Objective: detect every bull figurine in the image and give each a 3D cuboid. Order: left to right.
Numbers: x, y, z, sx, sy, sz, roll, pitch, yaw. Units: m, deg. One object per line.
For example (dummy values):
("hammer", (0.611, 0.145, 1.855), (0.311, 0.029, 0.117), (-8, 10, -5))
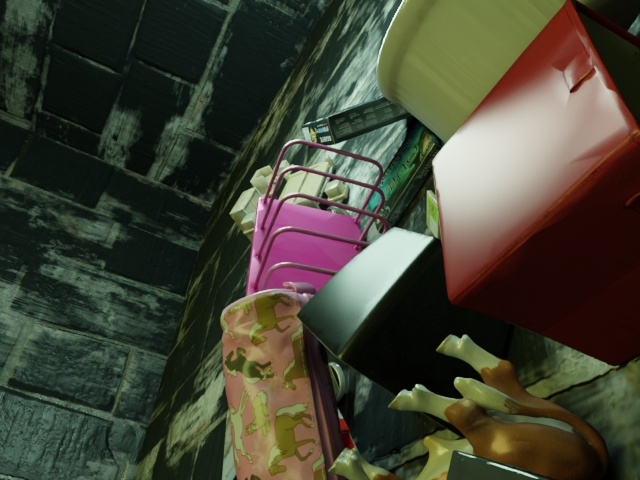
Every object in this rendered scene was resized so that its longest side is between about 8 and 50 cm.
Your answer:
("bull figurine", (0.111, 0.242, 0.557), (0.310, 0.188, 0.101), (-53, -14, 19))

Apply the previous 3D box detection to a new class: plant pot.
("plant pot", (0.109, 0.089, 0.707), (0.167, 0.188, 0.187), (-57, 17, -3))

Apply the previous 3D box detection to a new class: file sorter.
("file sorter", (0.000, 0.000, 1.000), (0.182, 0.202, 0.290), (115, 163, -45))

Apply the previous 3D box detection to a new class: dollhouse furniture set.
("dollhouse furniture set", (-0.028, -0.096, 1.538), (0.356, 0.173, 0.303), (-18, 31, 29))

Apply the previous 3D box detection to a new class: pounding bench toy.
("pounding bench toy", (0.182, -0.024, 0.812), (0.052, 0.065, 0.083), (-107, 11, -62))

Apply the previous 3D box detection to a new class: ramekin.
("ramekin", (0.206, -0.215, 0.640), (0.277, 0.135, 0.277), (-36, -16, -12))

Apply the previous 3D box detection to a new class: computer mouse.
("computer mouse", (-0.003, 0.274, 1.006), (0.193, 0.042, 0.106), (-49, 47, 34))

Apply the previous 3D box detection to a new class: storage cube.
("storage cube", (0.225, -0.039, 0.495), (0.193, 0.184, 0.215), (-53, 24, 42))

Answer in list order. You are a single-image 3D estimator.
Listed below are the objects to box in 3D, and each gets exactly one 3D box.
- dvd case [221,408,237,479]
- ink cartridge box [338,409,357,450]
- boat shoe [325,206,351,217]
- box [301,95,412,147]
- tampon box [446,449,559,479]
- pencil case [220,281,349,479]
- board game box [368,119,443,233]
("dvd case", (-0.181, 0.438, 1.373), (0.180, 0.022, 0.253), (-59, 20, 26))
("ink cartridge box", (-0.041, 0.290, 0.944), (0.134, 0.078, 0.231), (-60, 39, 23))
("boat shoe", (-0.040, 0.092, 1.195), (0.355, 0.130, 0.132), (-69, 18, -5))
("box", (0.090, -0.230, 1.098), (0.175, 0.220, 0.051), (-159, 48, -72))
("tampon box", (0.171, 0.215, 0.388), (0.120, 0.161, 0.101), (-22, 48, 67))
("pencil case", (-0.036, 0.248, 0.778), (0.160, 0.167, 0.386), (69, -174, -61))
("board game box", (0.147, -0.113, 1.066), (0.186, 0.026, 0.126), (-60, 19, 25))
